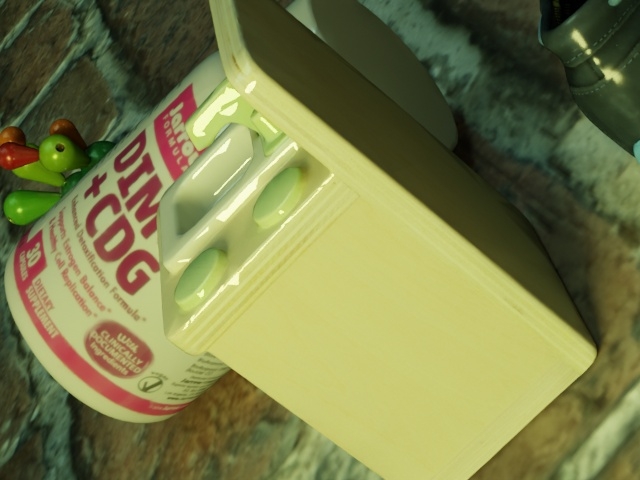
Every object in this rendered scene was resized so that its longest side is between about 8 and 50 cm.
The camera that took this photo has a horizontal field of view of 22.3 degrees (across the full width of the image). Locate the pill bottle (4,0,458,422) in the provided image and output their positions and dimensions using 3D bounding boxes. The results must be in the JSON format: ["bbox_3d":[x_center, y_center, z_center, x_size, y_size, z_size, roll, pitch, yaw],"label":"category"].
[{"bbox_3d":[-0.058,-0.022,1.048,0.283,0.160,0.160,-41,25,23],"label":"pill bottle"}]

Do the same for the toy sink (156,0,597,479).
[{"bbox_3d":[0.000,0.000,0.818,0.131,0.234,0.153,-45,25,14],"label":"toy sink"}]

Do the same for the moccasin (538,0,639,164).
[{"bbox_3d":[0.181,-0.189,0.905,0.137,0.117,0.342,-38,27,29],"label":"moccasin"}]

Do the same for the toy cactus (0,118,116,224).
[{"bbox_3d":[-0.166,-0.037,1.310,0.180,0.219,0.112,-14,61,-3],"label":"toy cactus"}]
